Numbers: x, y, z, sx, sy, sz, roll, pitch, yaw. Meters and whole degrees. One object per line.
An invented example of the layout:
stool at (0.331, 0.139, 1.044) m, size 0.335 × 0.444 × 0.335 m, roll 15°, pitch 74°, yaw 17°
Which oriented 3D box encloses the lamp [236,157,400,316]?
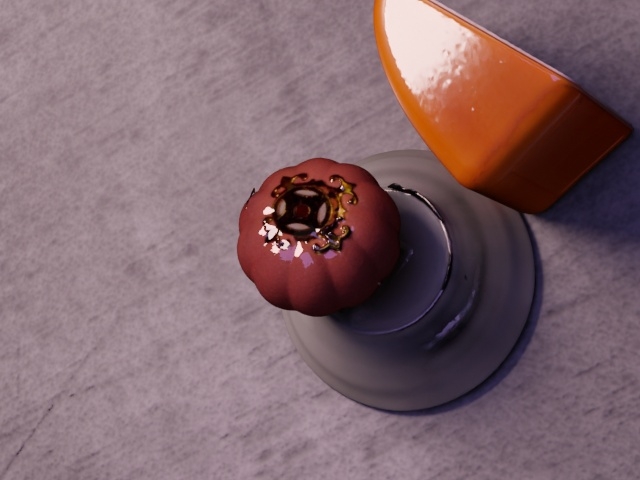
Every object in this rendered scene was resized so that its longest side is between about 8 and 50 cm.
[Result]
lamp at (0.000, 0.000, 1.785) m, size 0.182 × 0.140 × 0.182 m, roll -5°, pitch 62°, yaw 10°

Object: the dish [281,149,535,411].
dish at (0.081, 0.033, 1.870) m, size 0.316 × 0.106 × 0.316 m, roll -5°, pitch 75°, yaw 20°

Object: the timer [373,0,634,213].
timer at (0.180, -0.170, 1.805) m, size 0.161 × 0.257 × 0.250 m, roll -45°, pitch 68°, yaw 13°
